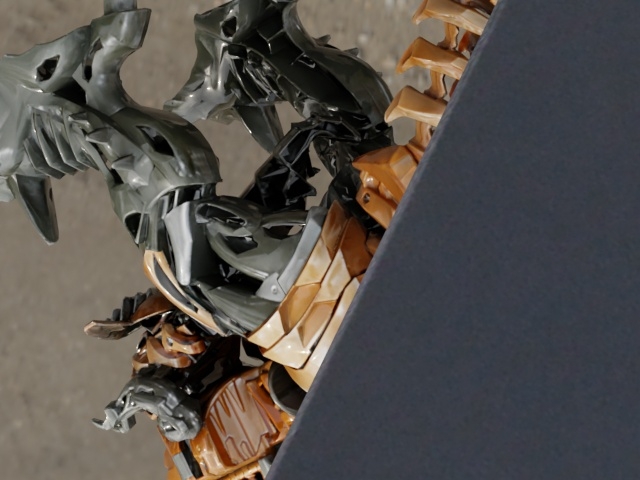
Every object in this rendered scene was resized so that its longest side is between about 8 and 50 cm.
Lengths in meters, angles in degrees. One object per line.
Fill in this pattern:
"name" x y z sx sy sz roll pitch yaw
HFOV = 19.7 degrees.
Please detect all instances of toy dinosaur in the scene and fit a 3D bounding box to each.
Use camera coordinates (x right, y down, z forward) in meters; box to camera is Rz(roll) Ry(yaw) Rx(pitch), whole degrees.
"toy dinosaur" 0.000 0.000 0.676 0.218 0.164 0.322 48 113 22

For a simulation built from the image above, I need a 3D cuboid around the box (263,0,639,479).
"box" 0.087 0.125 0.414 0.182 0.296 0.294 19 157 18
